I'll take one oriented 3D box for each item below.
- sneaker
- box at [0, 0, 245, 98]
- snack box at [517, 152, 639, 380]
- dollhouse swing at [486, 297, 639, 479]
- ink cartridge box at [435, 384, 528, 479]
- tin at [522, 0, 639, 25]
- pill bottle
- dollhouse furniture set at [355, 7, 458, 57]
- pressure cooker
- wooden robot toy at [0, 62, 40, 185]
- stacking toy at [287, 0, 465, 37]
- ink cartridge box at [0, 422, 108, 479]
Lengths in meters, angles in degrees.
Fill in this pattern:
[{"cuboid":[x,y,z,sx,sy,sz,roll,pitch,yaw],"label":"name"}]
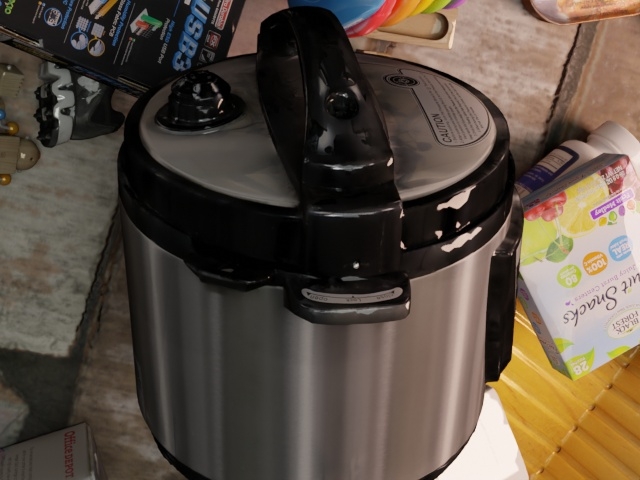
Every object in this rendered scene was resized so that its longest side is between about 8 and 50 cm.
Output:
[{"cuboid":[-0.252,-0.217,1.068,0.106,0.078,0.234,-4,96,-32],"label":"sneaker"},{"cuboid":[-0.204,-0.311,0.997,0.293,0.073,0.296,19,88,-33],"label":"box"},{"cuboid":[0.311,0.029,1.155,0.174,0.070,0.207,-30,102,-5],"label":"snack box"},{"cuboid":[0.336,0.255,1.224,0.315,0.305,0.347,38,93,-20],"label":"dollhouse swing"},{"cuboid":[0.056,0.272,1.102,0.283,0.207,0.117,-20,87,-30],"label":"ink cartridge box"},{"cuboid":[0.331,-0.322,1.216,0.189,0.040,0.106,-10,110,-13],"label":"tin"},{"cuboid":[0.311,-0.058,1.237,0.186,0.112,0.112,-39,110,-2],"label":"pill bottle"},{"cuboid":[0.119,-0.196,1.144,0.144,0.123,0.151,6,102,-16],"label":"dollhouse furniture set"},{"cuboid":[-0.006,0.001,0.940,0.375,0.370,0.420,-33,135,-42],"label":"pressure cooker"},{"cuboid":[-0.344,-0.106,1.088,0.079,0.076,0.173,-1,107,-51],"label":"wooden robot toy"},{"cuboid":[0.113,-0.311,1.103,0.302,0.175,0.166,-10,87,-34],"label":"stacking toy"},{"cuboid":[-0.350,0.304,1.130,0.212,0.154,0.093,-19,108,-10],"label":"ink cartridge box"}]
